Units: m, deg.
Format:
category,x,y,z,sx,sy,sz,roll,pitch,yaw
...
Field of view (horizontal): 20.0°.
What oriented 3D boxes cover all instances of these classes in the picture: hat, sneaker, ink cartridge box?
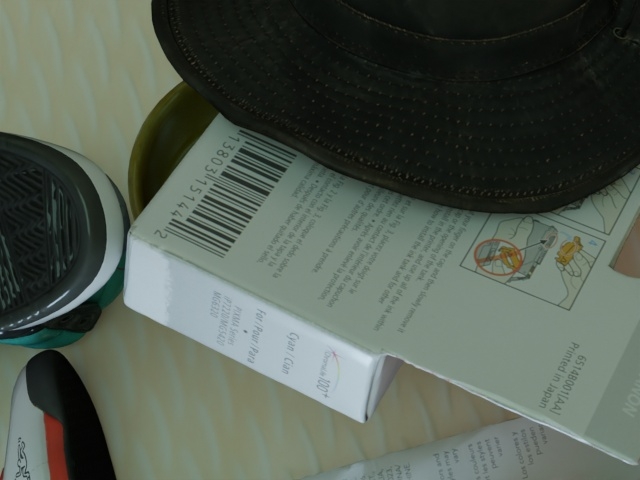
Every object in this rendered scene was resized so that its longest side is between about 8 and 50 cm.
category,x,y,z,sx,sy,sz,roll,pitch,yaw
hat,0.077,-0.174,0.924,0.331,0.134,0.331,4,49,-5
sneaker,-0.162,0.002,1.005,0.295,0.178,0.123,-7,90,44
ink cartridge box,0.084,-0.029,0.930,0.261,0.066,0.296,25,51,12
sneaker,-0.183,0.205,1.022,0.145,0.090,0.270,-14,79,9

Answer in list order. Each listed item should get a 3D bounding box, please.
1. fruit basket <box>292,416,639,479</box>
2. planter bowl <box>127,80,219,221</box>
category,x,y,z,sx,sy,sz,roll,pitch,yaw
fruit basket,0.106,0.259,0.930,0.353,0.165,0.327,-21,74,26
planter bowl,0.000,0.000,0.995,0.217,0.090,0.217,5,50,-6
